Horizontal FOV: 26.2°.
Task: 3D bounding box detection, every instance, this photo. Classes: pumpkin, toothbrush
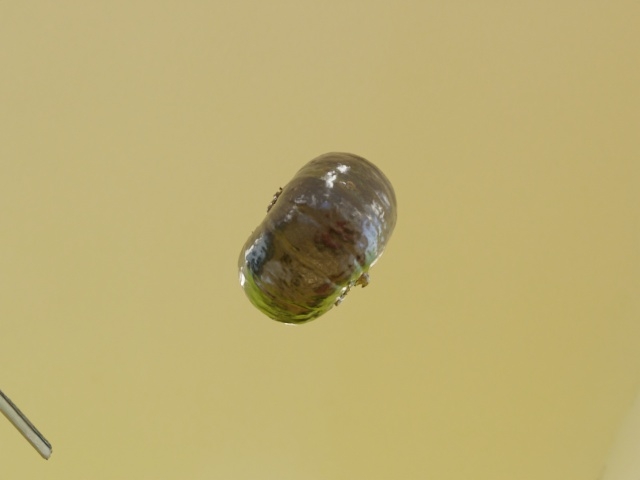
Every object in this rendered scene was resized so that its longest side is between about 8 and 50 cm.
[{"bbox_3d":[0.000,0.000,1.650,0.157,0.223,0.223,42,-50,0],"label":"pumpkin"},{"bbox_3d":[-0.388,0.133,1.503,0.028,0.026,0.294,-23,-67,28],"label":"toothbrush"}]
